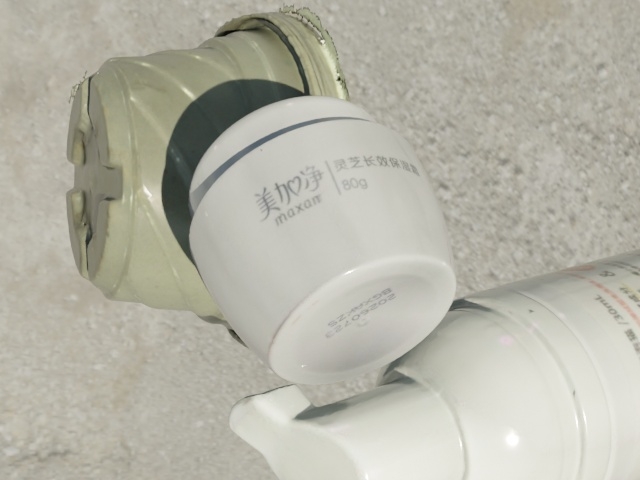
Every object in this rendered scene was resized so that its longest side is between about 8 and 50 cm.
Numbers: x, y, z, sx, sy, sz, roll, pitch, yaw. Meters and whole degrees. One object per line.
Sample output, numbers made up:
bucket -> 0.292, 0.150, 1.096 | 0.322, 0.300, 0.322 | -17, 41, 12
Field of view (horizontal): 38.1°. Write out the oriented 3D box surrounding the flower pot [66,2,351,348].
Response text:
flower pot -> -0.084, -0.039, 0.600 | 0.235, 0.141, 0.235 | -1, 89, 62

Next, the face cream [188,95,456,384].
face cream -> 0.000, 0.000, 0.431 | 0.117, 0.117, 0.104 | -36, 55, 14

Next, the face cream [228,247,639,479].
face cream -> 0.124, 0.098, 0.566 | 0.145, 0.370, 0.145 | 22, 118, 51
